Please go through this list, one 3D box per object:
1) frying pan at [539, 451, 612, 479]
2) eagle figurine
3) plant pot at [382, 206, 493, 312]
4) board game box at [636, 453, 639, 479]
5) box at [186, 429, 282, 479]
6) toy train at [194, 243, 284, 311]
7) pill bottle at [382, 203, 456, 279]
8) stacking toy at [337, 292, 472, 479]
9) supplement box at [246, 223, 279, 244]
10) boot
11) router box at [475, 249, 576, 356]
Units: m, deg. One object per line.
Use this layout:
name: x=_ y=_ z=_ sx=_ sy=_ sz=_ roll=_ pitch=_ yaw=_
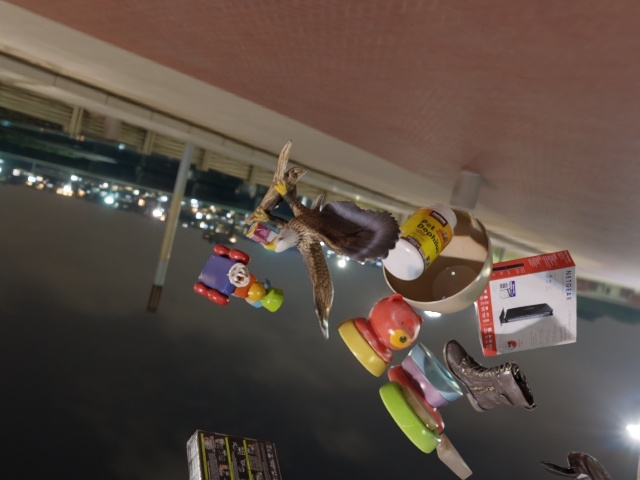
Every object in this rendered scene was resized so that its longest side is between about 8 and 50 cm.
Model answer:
frying pan: x=0.722 y=0.635 z=1.737 sx=0.326 sy=0.053 sz=0.197 roll=41 pitch=-156 yaw=-11
eagle figurine: x=-0.008 y=0.005 z=1.147 sx=0.298 sy=0.225 sz=0.226 roll=41 pitch=157 yaw=22
plant pot: x=0.332 y=0.082 z=1.657 sx=0.284 sy=0.284 sz=0.191 roll=14 pitch=156 yaw=39
board game box: x=0.787 y=0.572 z=1.225 sx=0.308 sy=0.086 sz=0.302 roll=-9 pitch=-154 yaw=35
box: x=-0.187 y=0.575 z=1.427 sx=0.216 sy=0.060 sz=0.270 roll=19 pitch=-150 yaw=-30
toy train: x=-0.128 y=0.090 z=1.171 sx=0.143 sy=0.105 sz=0.248 roll=31 pitch=171 yaw=-27
pill bottle: x=0.250 y=-0.004 z=1.543 sx=0.117 sy=0.117 sz=0.215 roll=14 pitch=-139 yaw=37
stacking toy: x=0.196 y=0.255 z=1.137 sx=0.309 sy=0.130 sz=0.279 roll=45 pitch=-172 yaw=-38
supplement box: x=-0.180 y=-0.017 z=1.938 sx=0.083 sy=0.043 sz=0.055 roll=30 pitch=159 yaw=-16
boot: x=0.499 y=0.387 z=1.837 sx=0.091 sy=0.263 sz=0.229 roll=-28 pitch=173 yaw=-32
router box: x=0.648 y=0.205 z=1.989 sx=0.301 sy=0.335 sz=0.082 roll=-11 pitch=-144 yaw=9
